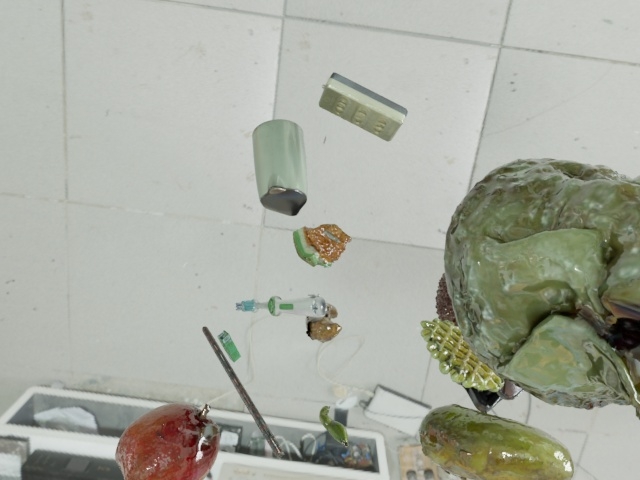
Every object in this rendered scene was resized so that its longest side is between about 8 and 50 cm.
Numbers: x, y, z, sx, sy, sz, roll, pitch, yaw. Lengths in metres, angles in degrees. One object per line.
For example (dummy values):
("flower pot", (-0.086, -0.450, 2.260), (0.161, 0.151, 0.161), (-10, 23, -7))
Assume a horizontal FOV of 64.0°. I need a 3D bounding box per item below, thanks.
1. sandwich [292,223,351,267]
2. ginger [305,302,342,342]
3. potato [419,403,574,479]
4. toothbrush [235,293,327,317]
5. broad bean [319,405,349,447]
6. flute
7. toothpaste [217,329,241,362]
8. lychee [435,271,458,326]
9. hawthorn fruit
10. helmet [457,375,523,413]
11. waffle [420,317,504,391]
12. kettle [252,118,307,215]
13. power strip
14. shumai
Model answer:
("sandwich", (-0.005, -0.005, 1.732), (0.109, 0.184, 0.160), (25, 111, -43))
("ginger", (0.006, 0.304, 1.943), (0.133, 0.309, 0.107), (-17, 102, 0))
("potato", (0.342, 0.423, 1.028), (0.298, 0.176, 0.141), (7, 71, 32))
("toothbrush", (-0.082, 0.127, 0.994), (0.040, 0.418, 0.042), (0, 84, -28))
("broad bean", (0.056, 0.750, 2.054), (0.070, 0.213, 0.048), (-24, 131, -18))
("flute", (-0.126, 0.223, 0.789), (0.014, 0.269, 0.014), (-22, 135, -24))
("toothpaste", (-0.184, 0.213, 1.029), (0.020, 0.017, 0.083), (-41, 140, -25))
("lychee", (0.532, 0.200, 1.764), (0.304, 0.276, 0.275), (-39, 104, -14))
("hawthorn fruit", (-0.287, 0.398, 0.997), (0.185, 0.185, 0.202), (44, 87, -12))
("helmet", (0.503, 0.396, 1.512), (0.216, 0.193, 0.189), (12, 149, -5))
("waffle", (0.285, 0.228, 1.036), (0.184, 0.169, 0.036), (20, 121, -28))
("kettle", (-0.112, -0.212, 1.597), (0.165, 0.240, 0.255), (-13, 66, 10))
("power strip", (0.116, -0.386, 1.488), (0.257, 0.070, 0.105), (27, 151, -3))
("shumai", (0.380, 0.048, 0.635), (0.396, 0.348, 0.394), (1, 84, -14))
